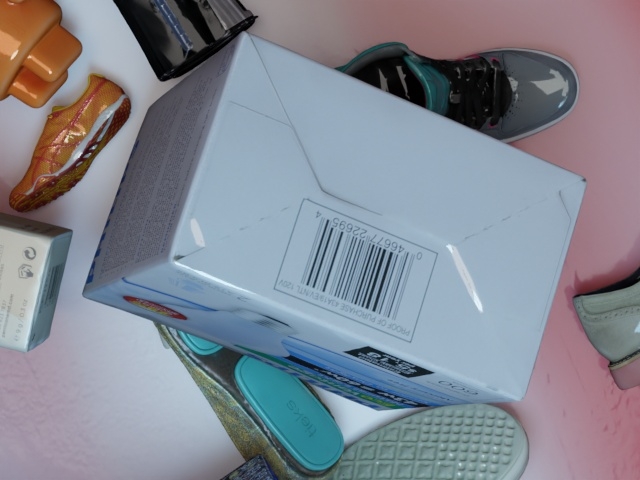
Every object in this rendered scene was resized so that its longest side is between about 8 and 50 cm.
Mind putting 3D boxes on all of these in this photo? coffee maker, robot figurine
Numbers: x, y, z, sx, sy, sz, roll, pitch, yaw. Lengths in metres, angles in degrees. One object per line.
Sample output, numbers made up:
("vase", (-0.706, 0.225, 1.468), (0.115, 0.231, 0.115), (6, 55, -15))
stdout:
("coffee maker", (-0.180, -0.258, 1.887), (0.171, 0.120, 0.178), (-29, 94, 29))
("robot figurine", (-0.359, -0.233, 1.875), (0.219, 0.158, 0.128), (34, 80, -2))

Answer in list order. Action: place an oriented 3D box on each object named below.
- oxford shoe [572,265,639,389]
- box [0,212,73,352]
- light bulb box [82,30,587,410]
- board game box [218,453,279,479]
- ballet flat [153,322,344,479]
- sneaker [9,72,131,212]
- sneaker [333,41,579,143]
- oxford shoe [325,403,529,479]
("oxford shoe", (0.427, 0.013, 1.891), (0.348, 0.123, 0.130), (-36, 89, 3))
("box", (-0.421, 0.015, 1.807), (0.311, 0.148, 0.121), (13, 94, -1))
("light bulb box", (0.000, 0.000, 1.719), (0.358, 0.361, 0.225), (22, 76, -15))
("board game box", (-0.109, 0.395, 1.760), (0.291, 0.141, 0.232), (-34, 99, -4))
("ballet flat", (-0.106, 0.119, 1.919), (0.123, 0.123, 0.348), (-34, 95, 4))
("sneaker", (-0.277, -0.103, 1.929), (0.067, 0.064, 0.175), (42, 90, 17))
("sneaker", (0.128, -0.148, 1.848), (0.295, 0.178, 0.124), (-6, 96, 2))
("oxford shoe", (0.041, 0.340, 1.936), (0.449, 0.169, 0.130), (-40, 136, -3))
